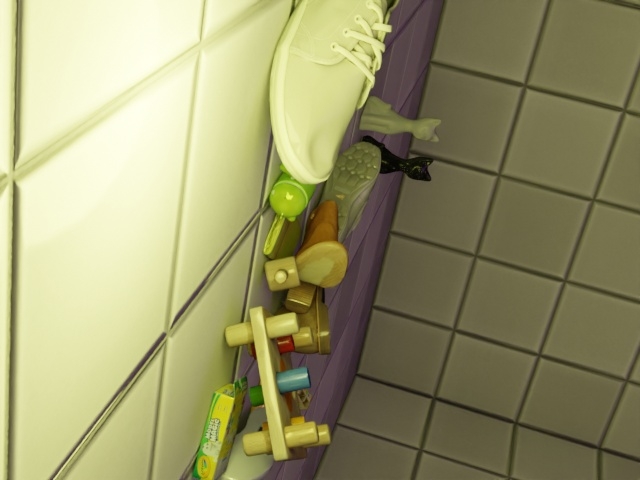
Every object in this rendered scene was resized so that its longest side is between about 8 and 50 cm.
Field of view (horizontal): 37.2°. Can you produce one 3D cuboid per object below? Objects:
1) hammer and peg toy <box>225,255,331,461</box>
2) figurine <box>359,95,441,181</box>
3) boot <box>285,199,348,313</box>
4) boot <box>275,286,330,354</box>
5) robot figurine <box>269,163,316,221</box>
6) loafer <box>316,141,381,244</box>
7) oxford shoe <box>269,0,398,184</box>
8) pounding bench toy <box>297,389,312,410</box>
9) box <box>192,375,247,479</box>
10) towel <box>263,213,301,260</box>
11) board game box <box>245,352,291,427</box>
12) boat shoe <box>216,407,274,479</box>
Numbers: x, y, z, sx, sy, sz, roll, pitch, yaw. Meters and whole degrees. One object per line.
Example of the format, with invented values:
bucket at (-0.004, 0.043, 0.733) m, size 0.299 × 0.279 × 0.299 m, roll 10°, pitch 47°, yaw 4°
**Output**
hammer and peg toy at (-0.082, 0.201, 1.653) m, size 0.266 × 0.127 × 0.362 m, roll 59°, pitch 20°, yaw -77°
figurine at (0.205, -0.258, 2.493) m, size 0.092 × 0.209 × 0.215 m, roll -66°, pitch 168°, yaw -45°
boot at (0.001, 0.001, 1.890) m, size 0.295 × 0.104 × 0.211 m, roll 122°, pitch -14°, yaw -59°
boot at (-0.044, 0.136, 2.040) m, size 0.305 × 0.115 × 0.112 m, roll -95°, pitch -179°, yaw -61°
robot figurine at (-0.048, -0.084, 1.651) m, size 0.115 × 0.067 × 0.101 m, roll -62°, pitch 164°, yaw -53°
loafer at (0.051, -0.093, 2.177) m, size 0.319 × 0.112 × 0.111 m, roll -60°, pitch 170°, yaw -31°
oxford shoe at (0.036, -0.297, 1.436) m, size 0.169 × 0.130 × 0.450 m, roll 39°, pitch 60°, yaw -48°
pounding bench toy at (-0.074, 0.396, 2.439) m, size 0.065 × 0.083 × 0.052 m, roll 64°, pitch 28°, yaw -27°
box at (-0.174, 0.327, 1.681) m, size 0.105 × 0.043 × 0.179 m, roll 4°, pitch 104°, yaw -81°
towel at (-0.072, 0.000, 1.823) m, size 0.237 × 0.021 × 0.102 m, roll 68°, pitch 44°, yaw -78°
board game box at (-0.108, 0.306, 2.110) m, size 0.124 × 0.039 × 0.260 m, roll 73°, pitch 37°, yaw -74°
boat shoe at (-0.144, 0.434, 1.887) m, size 0.301 × 0.108 × 0.102 m, roll -55°, pitch 164°, yaw -74°
